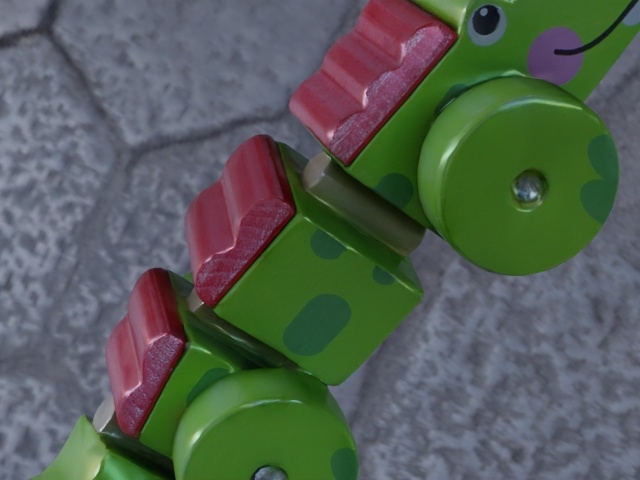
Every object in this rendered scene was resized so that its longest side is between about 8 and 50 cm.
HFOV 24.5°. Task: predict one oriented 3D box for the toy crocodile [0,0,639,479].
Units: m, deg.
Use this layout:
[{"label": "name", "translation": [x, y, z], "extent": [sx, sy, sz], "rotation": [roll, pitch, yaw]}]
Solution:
[{"label": "toy crocodile", "translation": [0.000, 0.000, 0.534], "extent": [0.340, 0.105, 0.115], "rotation": [-50, 26, 11]}]
